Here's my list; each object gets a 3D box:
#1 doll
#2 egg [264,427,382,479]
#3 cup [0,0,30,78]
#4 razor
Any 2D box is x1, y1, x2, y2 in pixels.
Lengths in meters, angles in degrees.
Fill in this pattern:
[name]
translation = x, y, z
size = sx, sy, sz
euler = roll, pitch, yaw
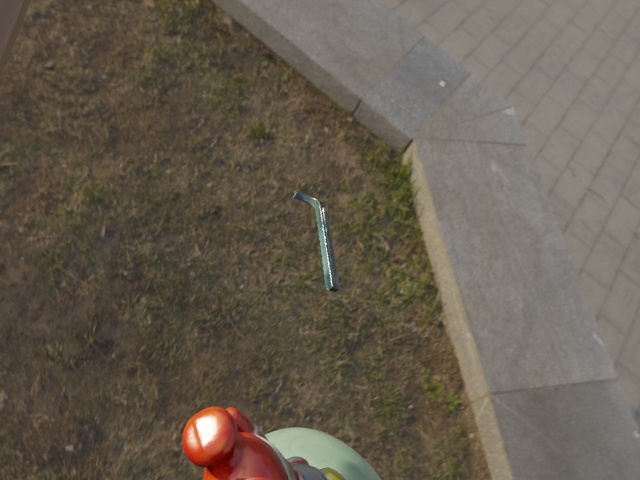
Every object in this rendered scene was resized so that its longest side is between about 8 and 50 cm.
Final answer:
[doll]
translation = -0.021, 0.206, 0.459
size = 0.076, 0.245, 0.142
euler = -32, 47, 4
[egg]
translation = -0.024, 0.409, 0.696
size = 0.276, 0.276, 0.388
euler = 7, 55, -18
[cup]
translation = -0.351, -0.184, 0.436
size = 0.253, 0.191, 0.200
euler = 29, 98, -8
[razor]
translation = 0.004, -0.003, 0.981
size = 0.066, 0.033, 0.190
euler = 19, 45, -38
